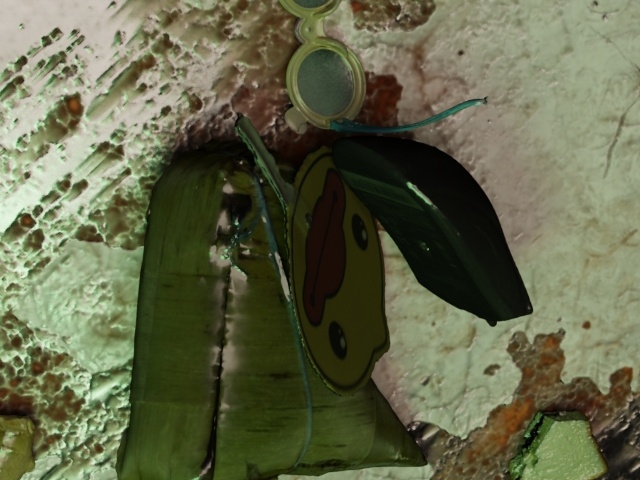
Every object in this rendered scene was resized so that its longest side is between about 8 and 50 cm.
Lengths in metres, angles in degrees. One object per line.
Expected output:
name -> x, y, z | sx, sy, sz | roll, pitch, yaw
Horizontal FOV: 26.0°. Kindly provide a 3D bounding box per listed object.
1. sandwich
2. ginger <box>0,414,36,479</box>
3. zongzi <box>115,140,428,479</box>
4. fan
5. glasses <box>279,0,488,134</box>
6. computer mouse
sandwich -> 0.244, 0.228, 1.463 | 0.105, 0.036, 0.093 | -31, 112, -1
ginger -> -0.391, 0.259, 1.310 | 0.288, 0.075, 0.089 | -32, 134, -7
zongzi -> -0.009, 0.080, 1.319 | 0.360, 0.160, 0.323 | 6, 93, -39
fan -> -0.001, 0.000, 1.235 | 0.011, 0.230, 0.335 | -8, 139, 23
glasses -> 0.065, -0.184, 1.220 | 0.088, 0.220, 0.190 | -26, 116, -46
computer mouse -> 0.118, -0.019, 1.282 | 0.088, 0.147, 0.264 | -44, 127, -14
